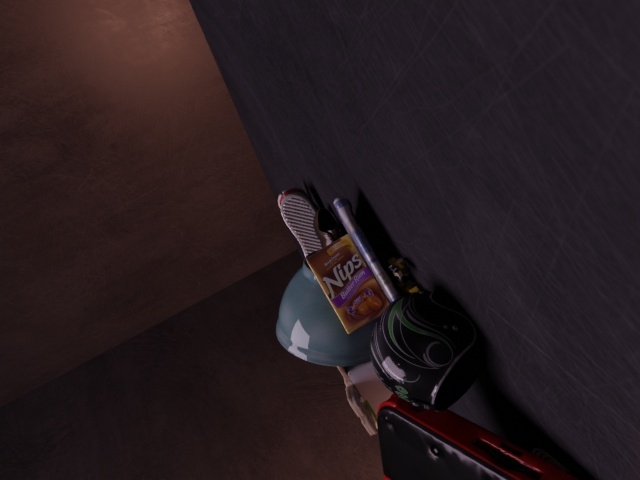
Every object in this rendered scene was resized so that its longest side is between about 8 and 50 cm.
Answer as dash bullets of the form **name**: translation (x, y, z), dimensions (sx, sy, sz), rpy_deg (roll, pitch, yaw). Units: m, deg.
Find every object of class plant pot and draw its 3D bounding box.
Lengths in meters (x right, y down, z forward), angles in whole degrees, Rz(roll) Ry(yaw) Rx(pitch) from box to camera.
- **plant pot**: translation (0.039, 0.139, 1.187), dimensions (0.293, 0.292, 0.197), rpy_deg (-130, 40, -62)

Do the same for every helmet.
- **helmet**: translation (0.159, 0.166, 0.762), dimensions (0.161, 0.169, 0.170), rpy_deg (34, 157, 39)

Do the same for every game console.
- **game console**: translation (0.237, 0.433, 0.724), dimensions (0.386, 0.060, 0.343), rpy_deg (13, 117, 54)

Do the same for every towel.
- **towel**: translation (0.116, 0.050, 0.996), dimensions (0.285, 0.034, 0.209), rpy_deg (60, -177, 16)

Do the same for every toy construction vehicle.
- **toy construction vehicle**: translation (0.161, 0.072, 0.880), dimensions (0.086, 0.035, 0.098), rpy_deg (52, 179, -12)

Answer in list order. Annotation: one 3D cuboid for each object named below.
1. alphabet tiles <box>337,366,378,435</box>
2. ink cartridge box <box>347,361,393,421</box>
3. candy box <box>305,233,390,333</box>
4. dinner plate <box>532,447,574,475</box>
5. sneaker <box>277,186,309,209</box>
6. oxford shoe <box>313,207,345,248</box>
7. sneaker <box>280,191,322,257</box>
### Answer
- **alphabet tiles**: translation (0.089, 0.366, 1.278), dimensions (0.278, 0.021, 0.284), rpy_deg (60, -172, -26)
- **ink cartridge box**: translation (0.151, 0.324, 1.311), dimensions (0.202, 0.117, 0.278), rpy_deg (60, -172, -21)
- **candy box**: translation (0.061, 0.093, 1.043), dimensions (0.187, 0.109, 0.053), rpy_deg (59, -178, 10)
- **dinner plate**: translation (0.338, 0.343, 0.647), dimensions (0.141, 0.017, 0.141), rpy_deg (60, 173, 12)
- **sneaker**: translation (-0.045, -0.074, 1.668), dimensions (0.118, 0.107, 0.279), rpy_deg (49, 177, 46)
- **oxford shoe**: translation (0.040, 0.008, 1.350), dimensions (0.227, 0.082, 0.096), rpy_deg (59, 169, 18)
- **sneaker**: translation (0.000, 0.000, 1.557), dimensions (0.150, 0.135, 0.366), rpy_deg (-69, -45, -72)
